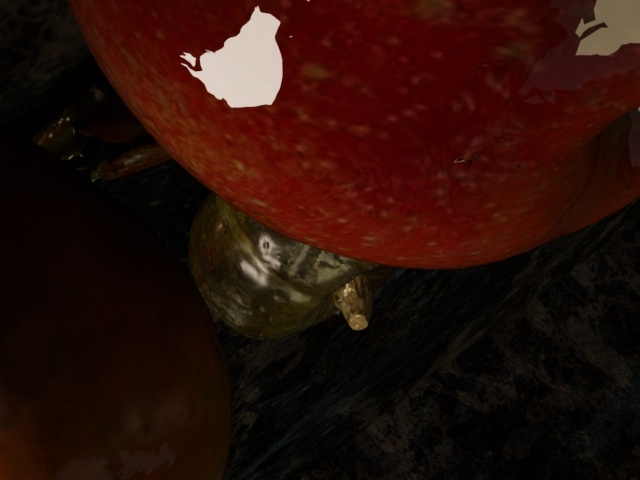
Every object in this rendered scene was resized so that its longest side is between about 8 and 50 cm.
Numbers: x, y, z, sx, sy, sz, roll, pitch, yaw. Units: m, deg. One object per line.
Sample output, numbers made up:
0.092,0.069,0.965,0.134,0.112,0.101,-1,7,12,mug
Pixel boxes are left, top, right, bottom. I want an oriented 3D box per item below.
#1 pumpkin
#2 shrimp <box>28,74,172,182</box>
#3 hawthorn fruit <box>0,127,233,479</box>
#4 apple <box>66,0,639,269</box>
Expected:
0.000,0.000,1.157,0.219,0.162,0.219,-33,166,-9,pumpkin
-0.061,-0.093,0.825,0.267,0.145,0.061,-24,124,-2,shrimp
-0.167,0.089,0.687,0.268,0.301,0.267,-28,137,-30,hawthorn fruit
0.062,-0.149,0.603,0.348,0.277,0.348,-37,166,-10,apple
